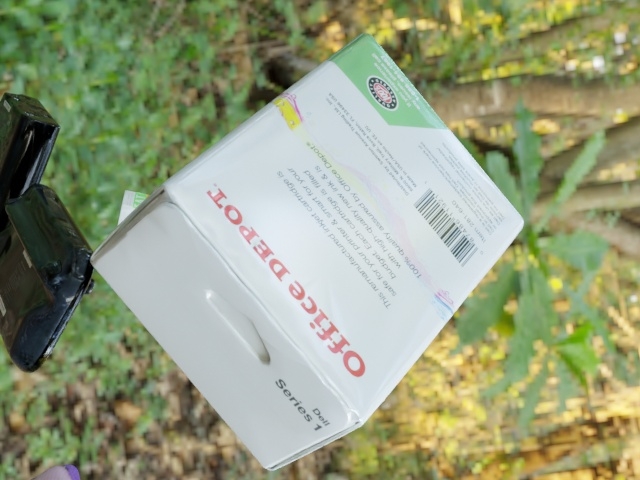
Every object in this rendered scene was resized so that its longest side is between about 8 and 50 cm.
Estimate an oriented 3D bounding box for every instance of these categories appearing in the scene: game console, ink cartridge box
[{"bbox_3d":[-0.259,0.011,1.042,0.213,0.044,0.361,-67,-152,11],"label":"game console"},{"bbox_3d":[0.000,0.000,0.916,0.201,0.117,0.278,50,44,-4],"label":"ink cartridge box"}]

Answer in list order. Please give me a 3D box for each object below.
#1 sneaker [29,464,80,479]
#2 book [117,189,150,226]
[{"bbox_3d":[-0.021,0.128,0.383,0.104,0.236,0.095,-54,154,-57],"label":"sneaker"},{"bbox_3d":[-0.136,-0.008,1.278,0.096,0.144,0.035,121,-21,-62],"label":"book"}]
